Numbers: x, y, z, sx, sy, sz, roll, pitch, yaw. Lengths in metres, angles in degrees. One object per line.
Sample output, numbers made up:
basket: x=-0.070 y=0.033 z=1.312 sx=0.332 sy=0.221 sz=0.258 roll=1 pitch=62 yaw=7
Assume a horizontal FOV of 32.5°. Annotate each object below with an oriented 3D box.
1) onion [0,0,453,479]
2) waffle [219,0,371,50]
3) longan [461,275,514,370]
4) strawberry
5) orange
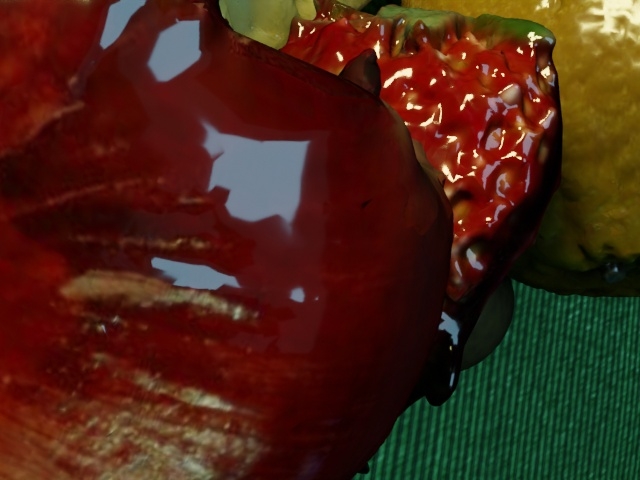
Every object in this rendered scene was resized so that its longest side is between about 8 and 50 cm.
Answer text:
onion: x=-0.130 y=0.001 z=0.455 sx=0.341 sy=0.341 sz=0.341 roll=2 pitch=87 yaw=-44
waffle: x=-0.042 y=-0.186 z=0.683 sx=0.274 sy=0.057 sz=0.168 roll=-44 pitch=141 yaw=-37
longan: x=0.098 y=0.043 z=0.820 sx=0.113 sy=0.092 sz=0.113 roll=0 pitch=90 yaw=-42
strawberry: x=0.000 y=0.000 z=0.619 sx=0.137 sy=0.233 sz=0.306 roll=25 pitch=87 yaw=-36
orange: x=0.215 y=-0.130 z=0.780 sx=0.322 sy=0.322 sz=0.357 roll=34 pitch=53 yaw=-38
